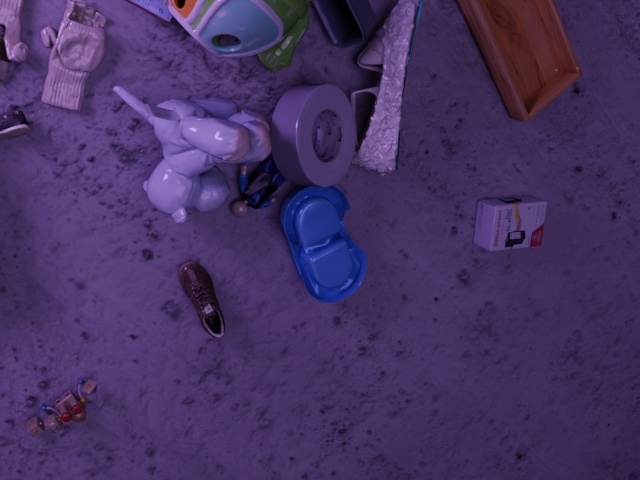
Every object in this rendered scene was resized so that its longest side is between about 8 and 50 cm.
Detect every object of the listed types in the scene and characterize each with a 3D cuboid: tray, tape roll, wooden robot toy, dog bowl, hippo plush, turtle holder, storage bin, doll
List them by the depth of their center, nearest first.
[{"bbox_3d":[-0.153,-0.468,1.413,0.227,0.320,0.243,-45,84,8],"label":"turtle holder"},{"bbox_3d":[-0.241,-0.145,1.448,0.294,0.234,0.236,-6,122,-45],"label":"hippo plush"},{"bbox_3d":[-0.531,0.371,1.570,0.173,0.076,0.079,-37,130,-11],"label":"wooden robot toy"},{"bbox_3d":[0.053,-0.495,1.573,0.091,0.098,0.135,-53,125,-35],"label":"storage bin"},{"bbox_3d":[-0.011,-0.225,1.578,0.219,0.072,0.219,-14,108,-53],"label":"tape roll"},{"bbox_3d":[-0.128,-0.128,1.619,0.189,0.046,0.129,-46,130,1],"label":"doll"},{"bbox_3d":[0.000,0.000,1.712,0.166,0.074,0.297,-27,117,-16],"label":"dog bowl"},{"bbox_3d":[0.475,-0.515,1.784,0.203,0.076,0.411,-40,119,-10],"label":"tray"}]

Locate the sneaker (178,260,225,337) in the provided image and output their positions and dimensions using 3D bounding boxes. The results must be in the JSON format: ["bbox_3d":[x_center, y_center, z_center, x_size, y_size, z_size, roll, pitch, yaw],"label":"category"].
[{"bbox_3d":[-0.251,0.132,1.628,0.066,0.071,0.188,-29,118,-16],"label":"sneaker"}]

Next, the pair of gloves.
[{"bbox_3d":[-0.518,-0.365,1.348,0.240,0.042,0.204,21,96,-31],"label":"pair of gloves"}]

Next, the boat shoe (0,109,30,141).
[{"bbox_3d":[-0.607,-0.202,1.358,0.133,0.049,0.042,-21,82,-10],"label":"boat shoe"}]

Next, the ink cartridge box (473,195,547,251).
[{"bbox_3d":[0.501,-0.045,1.950,0.175,0.072,0.127,-6,110,-26],"label":"ink cartridge box"}]

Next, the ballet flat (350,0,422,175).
[{"bbox_3d":[0.136,-0.346,1.641,0.147,0.147,0.408,0,106,-27],"label":"ballet flat"}]

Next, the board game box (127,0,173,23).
[{"bbox_3d":[-0.294,-0.576,1.400,0.145,0.027,0.281,23,95,-32],"label":"board game box"}]
